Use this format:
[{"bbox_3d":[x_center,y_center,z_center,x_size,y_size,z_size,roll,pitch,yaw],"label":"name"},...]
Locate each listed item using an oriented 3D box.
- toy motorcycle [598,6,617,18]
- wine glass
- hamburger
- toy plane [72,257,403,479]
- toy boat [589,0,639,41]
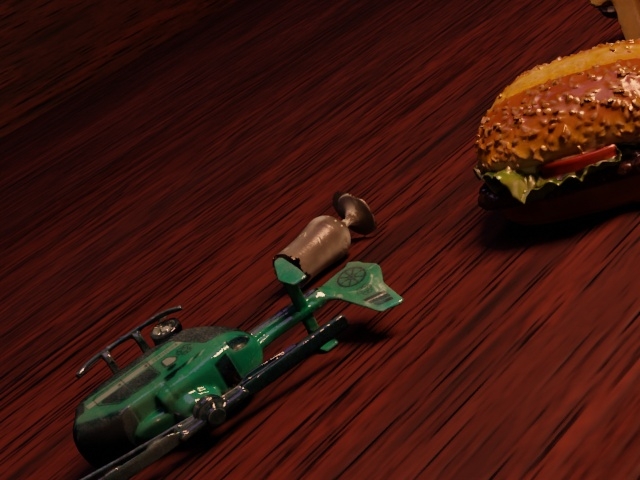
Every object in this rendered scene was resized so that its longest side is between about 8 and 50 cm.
[{"bbox_3d":[0.354,-0.240,1.057,0.229,0.074,0.151,-26,20,-7],"label":"toy motorcycle"},{"bbox_3d":[0.000,0.000,0.906,0.083,0.042,0.039,-40,-7,-33],"label":"wine glass"},{"bbox_3d":[0.175,-0.073,0.790,0.166,0.087,0.137,-16,20,29],"label":"hamburger"},{"bbox_3d":[-0.063,0.075,0.746,0.235,0.060,0.096,-34,26,-14],"label":"toy plane"},{"bbox_3d":[0.398,-0.210,0.800,0.445,0.136,0.162,-22,-6,18],"label":"toy boat"}]
